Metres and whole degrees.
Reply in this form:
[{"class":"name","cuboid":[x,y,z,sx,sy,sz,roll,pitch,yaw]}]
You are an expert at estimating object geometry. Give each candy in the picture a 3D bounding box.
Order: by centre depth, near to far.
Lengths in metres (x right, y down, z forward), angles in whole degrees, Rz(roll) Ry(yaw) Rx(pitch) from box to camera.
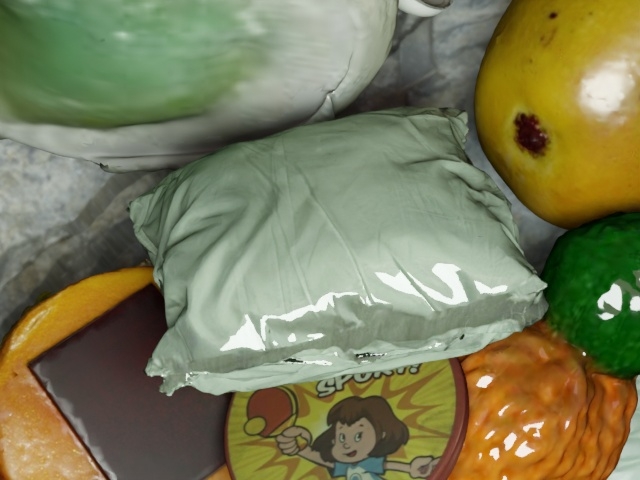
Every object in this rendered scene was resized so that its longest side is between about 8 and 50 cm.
[{"class":"candy","cuboid":[-0.144,-0.215,1.441,0.426,0.386,0.186,7,57,11]}]

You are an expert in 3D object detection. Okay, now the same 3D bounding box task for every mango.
[{"class":"mango","cuboid":[0.318,-0.202,1.499,0.232,0.300,0.446,39,80,24]}]

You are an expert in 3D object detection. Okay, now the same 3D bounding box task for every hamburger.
[{"class":"hamburger","cuboid":[-0.171,0.167,1.479,0.291,0.225,0.291,4,74,-13]}]

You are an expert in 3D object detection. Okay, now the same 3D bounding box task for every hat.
[{"class":"hat","cuboid":[0.162,0.167,1.403,0.285,0.285,0.400,34,119,-1]}]

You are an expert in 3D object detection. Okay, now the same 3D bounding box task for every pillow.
[{"class":"pillow","cuboid":[0.000,0.000,1.353,0.310,0.283,0.138,-13,126,1]}]

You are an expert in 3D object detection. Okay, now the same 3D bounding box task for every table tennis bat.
[{"class":"table tennis bat","cuboid":[0.017,0.111,1.371,0.200,0.038,0.310,-15,48,11]}]

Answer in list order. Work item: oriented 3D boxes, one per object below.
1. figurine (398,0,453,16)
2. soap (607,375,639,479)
[{"class":"figurine","cuboid":[0.002,-0.273,1.592,0.141,0.166,0.250,-41,60,31]},{"class":"soap","cuboid":[0.295,0.175,1.577,0.159,0.087,0.265,-10,88,-2]}]
